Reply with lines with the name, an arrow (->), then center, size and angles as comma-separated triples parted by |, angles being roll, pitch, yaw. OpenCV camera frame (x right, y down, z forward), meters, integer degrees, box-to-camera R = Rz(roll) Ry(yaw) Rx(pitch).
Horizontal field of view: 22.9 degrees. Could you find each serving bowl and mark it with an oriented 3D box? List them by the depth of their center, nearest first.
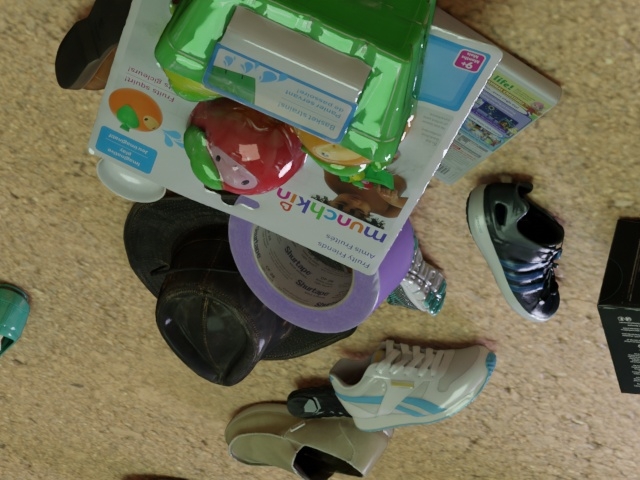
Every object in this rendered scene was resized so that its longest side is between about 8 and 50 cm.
serving bowl -> -0.211, -0.079, 1.796 | 0.083, 0.027, 0.083 | 13, 145, 9

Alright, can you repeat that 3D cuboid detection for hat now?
hat -> -0.108, 0.088, 1.890 | 0.331, 0.134, 0.331 | 12, 145, 9

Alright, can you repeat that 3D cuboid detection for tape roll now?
tape roll -> 0.000, 0.000, 1.700 | 0.189, 0.080, 0.189 | 18, 127, 26

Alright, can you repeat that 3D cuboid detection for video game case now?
video game case -> 0.097, -0.153, 1.553 | 0.212, 0.023, 0.193 | 31, 144, -15

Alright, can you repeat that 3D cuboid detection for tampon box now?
tampon box -> 0.362, 0.073, 1.653 | 0.101, 0.120, 0.161 | 3, 143, 23

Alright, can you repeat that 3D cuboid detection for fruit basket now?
fruit basket -> -0.044, -0.119, 1.479 | 0.327, 0.165, 0.353 | 24, 135, -4

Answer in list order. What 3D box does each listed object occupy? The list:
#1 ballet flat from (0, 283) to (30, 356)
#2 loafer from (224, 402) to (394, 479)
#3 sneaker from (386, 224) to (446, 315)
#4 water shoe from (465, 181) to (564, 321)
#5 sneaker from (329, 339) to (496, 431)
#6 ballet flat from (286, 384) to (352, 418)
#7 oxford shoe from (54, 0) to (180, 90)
ballet flat -> -0.472, 0.142, 2.176 | 0.083, 0.087, 0.247 | 29, 145, -14
loafer -> -0.028, 0.281, 2.153 | 0.268, 0.092, 0.102 | -11, 136, 36
sneaker -> 0.078, 0.028, 1.782 | 0.076, 0.065, 0.166 | 1, 140, 33
water shoe -> 0.226, 0.017, 1.684 | 0.080, 0.073, 0.203 | -9, 137, 31
sneaker -> 0.111, 0.169, 1.939 | 0.228, 0.087, 0.092 | -20, 116, 35
ballet flat -> 0.037, 0.206, 2.075 | 0.173, 0.049, 0.057 | -1, 114, 19
oxford shoe -> -0.184, -0.217, 1.576 | 0.076, 0.076, 0.212 | 5, 154, -38
